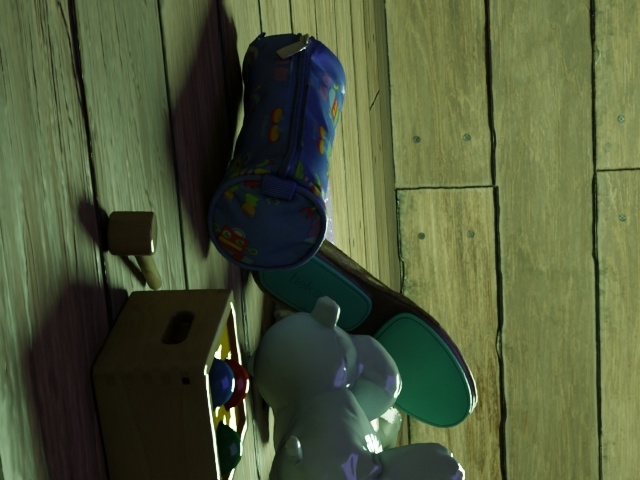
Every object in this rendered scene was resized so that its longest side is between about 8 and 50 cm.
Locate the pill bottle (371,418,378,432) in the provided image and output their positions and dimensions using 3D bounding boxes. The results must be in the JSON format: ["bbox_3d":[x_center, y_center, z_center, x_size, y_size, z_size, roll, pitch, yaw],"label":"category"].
[{"bbox_3d":[0.024,0.174,1.943,0.108,0.108,0.180,12,76,-82],"label":"pill bottle"}]

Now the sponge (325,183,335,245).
[{"bbox_3d":[0.000,0.000,2.085,0.117,0.031,0.210,-79,165,-57],"label":"sponge"}]

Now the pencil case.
[{"bbox_3d":[-0.040,-0.105,1.492,0.306,0.119,0.133,-82,-175,-51],"label":"pencil case"}]

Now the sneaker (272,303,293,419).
[{"bbox_3d":[-0.011,0.134,1.765,0.292,0.110,0.118,-69,165,-50],"label":"sneaker"}]

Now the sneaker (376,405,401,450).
[{"bbox_3d":[0.052,0.296,2.207,0.286,0.109,0.130,53,41,-60],"label":"sneaker"}]

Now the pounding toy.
[{"bbox_3d":[-0.104,0.073,1.082,0.181,0.094,0.206,-75,162,-64],"label":"pounding toy"}]

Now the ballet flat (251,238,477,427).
[{"bbox_3d":[0.051,0.086,1.676,0.342,0.116,0.124,37,18,-20],"label":"ballet flat"}]

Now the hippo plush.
[{"bbox_3d":[-0.015,0.208,1.515,0.294,0.234,0.236,20,39,-38],"label":"hippo plush"}]
